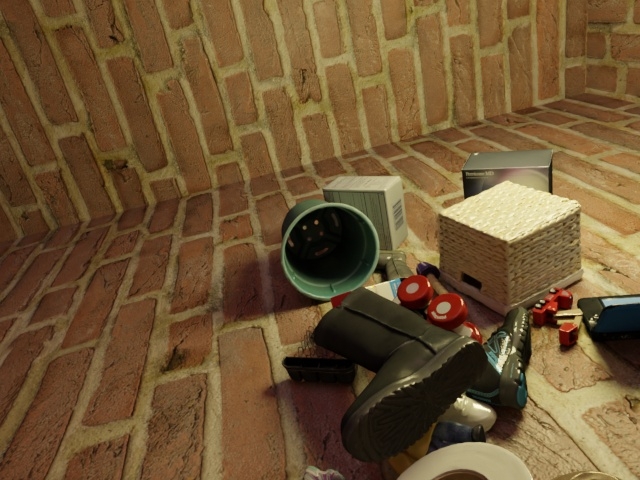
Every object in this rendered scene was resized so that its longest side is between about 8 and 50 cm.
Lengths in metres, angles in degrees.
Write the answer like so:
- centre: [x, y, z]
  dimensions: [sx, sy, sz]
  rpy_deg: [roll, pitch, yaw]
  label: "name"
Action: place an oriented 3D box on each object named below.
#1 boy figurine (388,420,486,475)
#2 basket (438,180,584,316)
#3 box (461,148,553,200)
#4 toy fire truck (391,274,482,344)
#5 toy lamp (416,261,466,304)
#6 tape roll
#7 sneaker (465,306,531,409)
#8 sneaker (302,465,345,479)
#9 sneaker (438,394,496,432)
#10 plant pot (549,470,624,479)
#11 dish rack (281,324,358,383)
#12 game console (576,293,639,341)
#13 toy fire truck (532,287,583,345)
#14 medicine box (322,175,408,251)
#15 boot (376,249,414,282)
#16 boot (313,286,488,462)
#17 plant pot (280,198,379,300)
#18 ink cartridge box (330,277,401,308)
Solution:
- centre: [0.201, 0.433, 1.086]
  dimensions: [0.285, 0.092, 0.177]
  rpy_deg: [-1, 42, 28]
  label: "boy figurine"
- centre: [0.582, 0.013, 1.580]
  dimensions: [0.331, 0.267, 0.328]
  rpy_deg: [-24, 28, -19]
  label: "basket"
- centre: [0.693, -0.165, 1.857]
  dimensions: [0.296, 0.294, 0.183]
  rpy_deg: [2, 29, 29]
  label: "box"
- centre: [0.267, 0.257, 1.366]
  dimensions: [0.254, 0.169, 0.302]
  rpy_deg: [-43, 36, -12]
  label: "toy fire truck"
- centre: [0.377, 0.150, 1.613]
  dimensions: [0.080, 0.080, 0.275]
  rpy_deg: [-15, 28, -4]
  label: "toy lamp"
- centre: [0.241, 0.482, 0.850]
  dimensions: [0.286, 0.100, 0.286]
  rpy_deg: [-27, 11, 6]
  label: "tape roll"
- centre: [0.449, 0.273, 1.260]
  dimensions: [0.139, 0.125, 0.341]
  rpy_deg: [-4, 22, 30]
  label: "sneaker"
- centre: [0.000, 0.522, 1.066]
  dimensions: [0.098, 0.038, 0.069]
  rpy_deg: [-8, 25, 32]
  label: "sneaker"
- centre: [0.282, 0.379, 1.160]
  dimensions: [0.234, 0.095, 0.090]
  rpy_deg: [1, 27, 24]
  label: "sneaker"
- centre: [0.475, 0.475, 0.851]
  dimensions: [0.237, 0.110, 0.237]
  rpy_deg: [-10, 24, 5]
  label: "plant pot"
- centre: [0.030, 0.304, 1.455]
  dimensions: [0.208, 0.074, 0.271]
  rpy_deg: [-2, 27, 21]
  label: "dish rack"
- centre: [0.836, 0.154, 1.273]
  dimensions: [0.292, 0.174, 0.250]
  rpy_deg: [-6, 26, 14]
  label: "game console"
- centre: [0.666, 0.203, 1.387]
  dimensions: [0.192, 0.047, 0.135]
  rpy_deg: [-31, 28, -33]
  label: "toy fire truck"
- centre: [0.181, -0.113, 2.025]
  dimensions: [0.289, 0.264, 0.149]
  rpy_deg: [6, 30, 33]
  label: "medicine box"
- centre: [0.237, 0.111, 1.777]
  dimensions: [0.189, 0.076, 0.209]
  rpy_deg: [-12, 32, 7]
  label: "boot"
- centre: [0.102, 0.280, 1.186]
  dimensions: [0.366, 0.146, 0.445]
  rpy_deg: [-26, 24, -23]
  label: "boot"
- centre: [0.000, 0.000, 1.840]
  dimensions: [0.340, 0.342, 0.334]
  rpy_deg: [-17, 18, -8]
  label: "plant pot"
- centre: [0.127, 0.186, 1.531]
  dimensions: [0.230, 0.078, 0.134]
  rpy_deg: [-10, -10, -31]
  label: "ink cartridge box"
